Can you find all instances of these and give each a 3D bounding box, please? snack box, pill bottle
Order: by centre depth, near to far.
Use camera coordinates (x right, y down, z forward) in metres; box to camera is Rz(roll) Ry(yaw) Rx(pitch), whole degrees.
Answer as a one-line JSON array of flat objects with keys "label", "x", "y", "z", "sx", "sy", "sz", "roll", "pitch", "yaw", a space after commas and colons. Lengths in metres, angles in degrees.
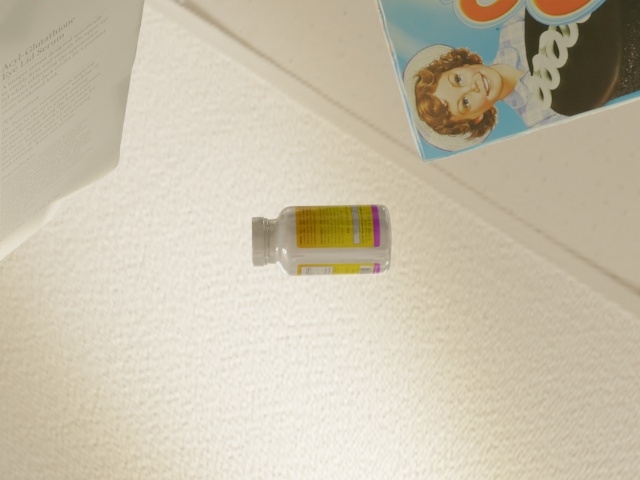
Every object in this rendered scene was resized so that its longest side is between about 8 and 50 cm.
[{"label": "snack box", "x": 0.097, "y": -0.217, "z": 0.602, "sx": 0.187, "sy": 0.322, "sz": 0.060, "roll": -17, "pitch": -158, "yaw": 4}, {"label": "pill bottle", "x": 0.000, "y": 0.000, "z": 0.723, "sx": 0.083, "sy": 0.043, "sz": 0.043, "roll": -1, "pitch": -122, "yaw": -3}]

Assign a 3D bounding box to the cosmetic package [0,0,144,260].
[{"label": "cosmetic package", "x": -0.244, "y": -0.033, "z": 0.563, "sx": 0.097, "sy": 0.284, "sz": 0.377, "roll": 42, "pitch": -122, "yaw": 7}]
